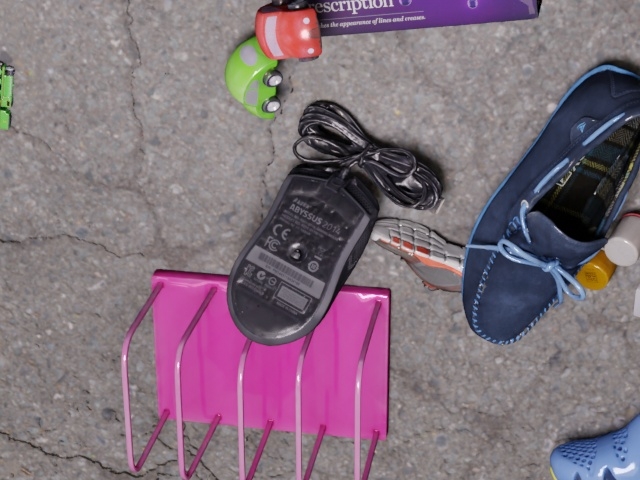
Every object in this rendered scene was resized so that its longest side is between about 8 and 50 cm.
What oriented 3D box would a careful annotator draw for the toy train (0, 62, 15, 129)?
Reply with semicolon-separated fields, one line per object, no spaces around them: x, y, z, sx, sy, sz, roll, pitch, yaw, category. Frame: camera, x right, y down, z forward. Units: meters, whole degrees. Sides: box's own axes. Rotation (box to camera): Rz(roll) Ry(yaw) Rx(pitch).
-0.372;-0.168;1.858;0.023;0.017;0.083;8;117;-3;toy train

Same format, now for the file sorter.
-0.075;0.175;1.866;0.290;0.182;0.202;4;116;10;file sorter

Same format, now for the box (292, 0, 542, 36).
0.092;-0.318;1.646;0.261;0.103;0.184;-4;111;13;box

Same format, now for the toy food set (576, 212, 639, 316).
0.411;0.023;1.761;0.232;0.104;0.111;16;132;24;toy food set

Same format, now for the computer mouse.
0.000;0.000;1.790;0.188;0.072;0.272;34;89;12;computer mouse

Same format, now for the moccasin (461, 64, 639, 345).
0.249;-0.026;1.713;0.137;0.117;0.342;14;114;-18;moccasin

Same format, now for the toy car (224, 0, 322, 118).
-0.074;-0.215;1.703;0.053;0.239;0.225;-18;142;-19;toy car

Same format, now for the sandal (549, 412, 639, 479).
0.417;0.216;1.827;0.317;0.126;0.138;-14;108;9;sandal

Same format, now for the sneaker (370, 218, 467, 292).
0.124;0.030;1.827;0.158;0.061;0.065;24;124;0;sneaker
